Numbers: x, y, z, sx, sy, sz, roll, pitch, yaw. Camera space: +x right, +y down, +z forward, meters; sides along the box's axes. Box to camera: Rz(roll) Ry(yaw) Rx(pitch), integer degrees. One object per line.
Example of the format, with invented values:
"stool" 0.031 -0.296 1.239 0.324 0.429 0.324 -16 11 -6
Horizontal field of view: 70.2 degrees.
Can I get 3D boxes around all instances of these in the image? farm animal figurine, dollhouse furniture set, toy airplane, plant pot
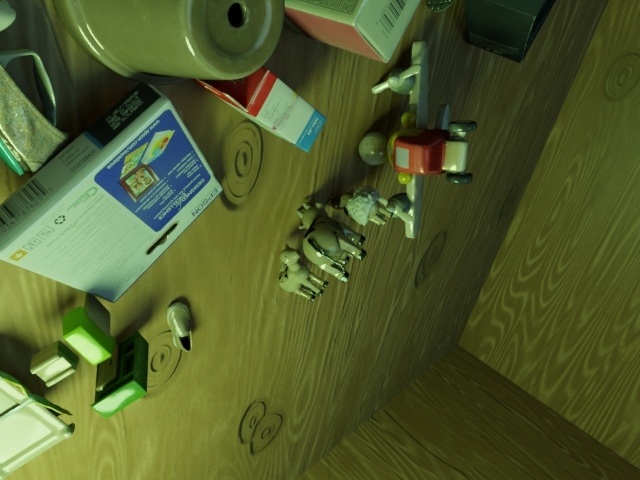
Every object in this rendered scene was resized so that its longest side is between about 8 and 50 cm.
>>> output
"farm animal figurine" 0.000 0.000 1.118 0.330 0.172 0.327 -57 -172 1
"dollhouse furniture set" -0.492 0.246 0.808 0.301 0.151 0.197 -32 122 -6
"toy airplane" 0.239 -0.249 1.187 0.384 0.272 0.386 70 23 -63
"plant pot" -0.171 -0.312 0.590 0.263 0.229 0.263 -34 141 -32

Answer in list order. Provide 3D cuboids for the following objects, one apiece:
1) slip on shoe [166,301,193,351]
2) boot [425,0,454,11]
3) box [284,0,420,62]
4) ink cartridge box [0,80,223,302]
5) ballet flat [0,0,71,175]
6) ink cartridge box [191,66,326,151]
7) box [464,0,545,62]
"slip on shoe" -0.310 0.196 1.016 0.051 0.041 0.135 -24 135 -39
"boot" 0.360 -0.652 1.118 0.161 0.083 0.246 9 112 -60
"box" 0.033 -0.415 0.755 0.127 0.232 0.149 16 105 -56
"ink cartridge box" -0.318 -0.056 0.740 0.303 0.072 0.307 -49 168 -12
"ballet flat" -0.389 -0.216 0.519 0.106 0.107 0.316 -44 155 -25
"ink cartridge box" -0.108 -0.253 0.804 0.078 0.134 0.231 -59 148 6
"box" 0.519 -0.679 1.126 0.343 0.179 0.312 -63 166 10
